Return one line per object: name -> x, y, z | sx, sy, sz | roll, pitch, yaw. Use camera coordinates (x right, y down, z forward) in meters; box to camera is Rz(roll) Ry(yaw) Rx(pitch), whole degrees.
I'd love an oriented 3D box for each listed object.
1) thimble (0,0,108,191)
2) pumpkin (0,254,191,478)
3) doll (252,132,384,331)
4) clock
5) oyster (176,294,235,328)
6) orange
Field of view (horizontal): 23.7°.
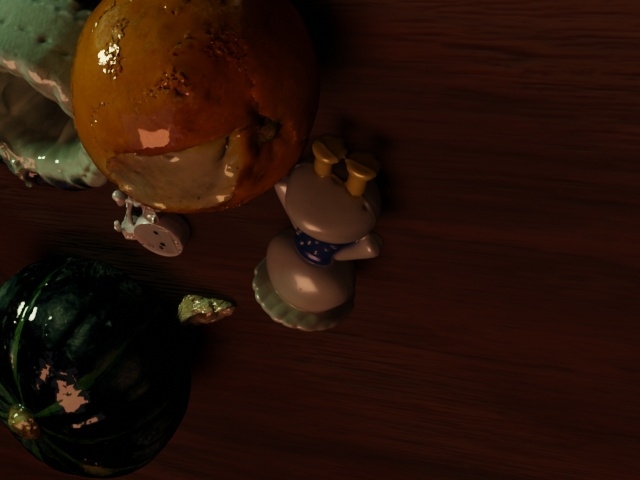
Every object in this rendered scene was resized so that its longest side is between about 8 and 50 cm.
thimble -> -0.285, -0.173, 1.592 | 0.237, 0.150, 0.237 | 22, 148, 15
pumpkin -> -0.312, 0.173, 1.966 | 0.315, 0.238, 0.315 | 28, 143, 23
doll -> 0.000, 0.000, 1.646 | 0.138, 0.119, 0.293 | 31, 141, 12
clock -> -0.203, -0.031, 1.809 | 0.087, 0.041, 0.129 | 14, 147, 16
oyster -> -0.144, 0.086, 1.938 | 0.083, 0.038, 0.081 | -12, 160, 10
orange -> -0.116, -0.142, 1.433 | 0.240, 0.240, 0.240 | 20, 144, 15
